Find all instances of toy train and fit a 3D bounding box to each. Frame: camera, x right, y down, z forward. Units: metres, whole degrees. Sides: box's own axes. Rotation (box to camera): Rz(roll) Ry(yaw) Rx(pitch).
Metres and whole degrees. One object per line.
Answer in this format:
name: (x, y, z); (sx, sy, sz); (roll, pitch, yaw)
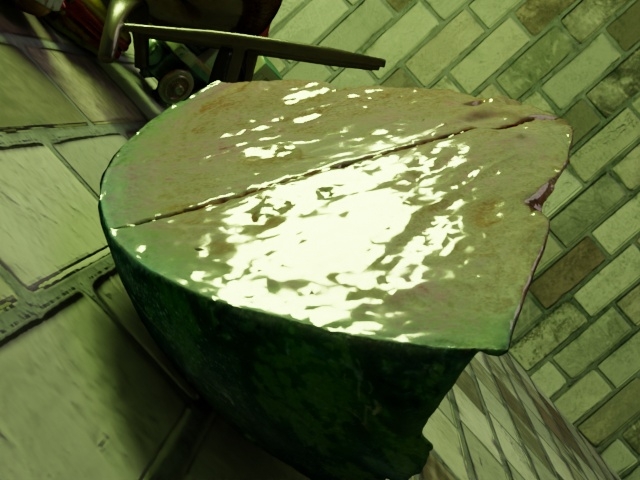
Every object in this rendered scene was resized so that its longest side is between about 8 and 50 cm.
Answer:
toy train: (-0.134, -0.202, 1.324); (0.081, 0.125, 0.194); (49, 5, 35)

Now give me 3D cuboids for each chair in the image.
chair: (-0.088, -0.130, 1.089); (0.272, 0.166, 0.188); (15, 8, 0)

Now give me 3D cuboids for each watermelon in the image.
watermelon: (0.012, 0.045, 0.654); (0.292, 0.319, 0.222); (-51, 136, -46)

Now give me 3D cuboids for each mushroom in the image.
mushroom: (-0.131, -0.298, 1.152); (0.231, 0.138, 0.194); (12, -6, 31)

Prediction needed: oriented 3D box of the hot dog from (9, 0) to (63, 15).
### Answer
hot dog: (-0.311, -0.302, 0.990); (0.268, 0.075, 0.144); (48, 1, 25)

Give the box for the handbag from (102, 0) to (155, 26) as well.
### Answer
handbag: (-0.284, -0.361, 1.334); (0.270, 0.117, 0.182); (48, -5, 39)

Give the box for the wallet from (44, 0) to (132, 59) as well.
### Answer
wallet: (-0.293, -0.295, 1.140); (0.241, 0.067, 0.141); (55, 4, 19)

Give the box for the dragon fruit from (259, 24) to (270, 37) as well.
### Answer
dragon fruit: (-0.146, -0.278, 1.449); (0.172, 0.172, 0.209); (49, -33, 6)
